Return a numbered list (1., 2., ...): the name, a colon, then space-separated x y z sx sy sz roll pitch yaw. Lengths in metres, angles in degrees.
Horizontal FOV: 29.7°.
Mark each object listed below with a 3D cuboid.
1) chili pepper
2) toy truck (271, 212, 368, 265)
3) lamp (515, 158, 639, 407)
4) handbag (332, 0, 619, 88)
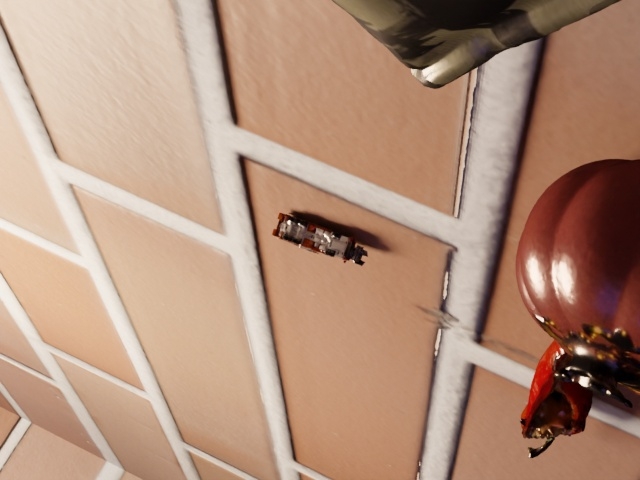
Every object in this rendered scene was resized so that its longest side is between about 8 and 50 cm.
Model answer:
1. chili pepper: 0.198 0.127 1.010 0.059 0.050 0.268 2 150 7
2. toy truck: 0.000 0.000 1.016 0.083 0.024 0.032 19 177 28
3. lamp: 0.198 0.035 0.708 0.182 0.140 0.182 28 170 6
4. handbag: 0.040 -0.223 0.369 0.325 0.162 0.327 36 148 -23
